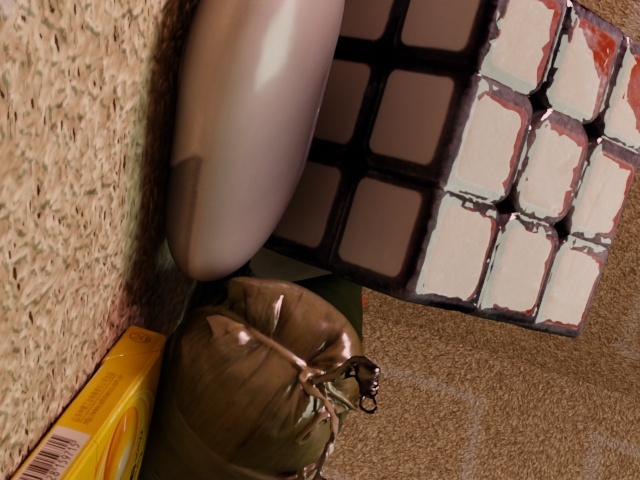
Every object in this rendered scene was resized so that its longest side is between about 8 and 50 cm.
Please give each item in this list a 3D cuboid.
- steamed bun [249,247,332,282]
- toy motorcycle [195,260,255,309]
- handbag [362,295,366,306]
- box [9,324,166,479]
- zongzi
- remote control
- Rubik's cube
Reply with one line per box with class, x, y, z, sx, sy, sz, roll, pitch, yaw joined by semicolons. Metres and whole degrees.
steamed bun;0.000;0.000;1.329;0.242;0.146;0.164;-38;173;-10
toy motorcycle;-0.119;0.100;1.200;0.114;0.076;0.205;-145;-108;-85
handbag;-0.045;0.104;1.397;0.127;0.190;0.063;-71;179;-47
box;-0.177;0.184;0.760;0.269;0.043;0.152;-64;171;-68
zongzi;-0.007;0.071;0.950;0.418;0.181;0.447;-51;177;-35
remote control;-0.053;-0.109;0.819;0.332;0.103;0.221;104;10;-45
Rubik's cube;0.112;-0.098;1.043;0.305;0.301;0.303;17;91;-44
